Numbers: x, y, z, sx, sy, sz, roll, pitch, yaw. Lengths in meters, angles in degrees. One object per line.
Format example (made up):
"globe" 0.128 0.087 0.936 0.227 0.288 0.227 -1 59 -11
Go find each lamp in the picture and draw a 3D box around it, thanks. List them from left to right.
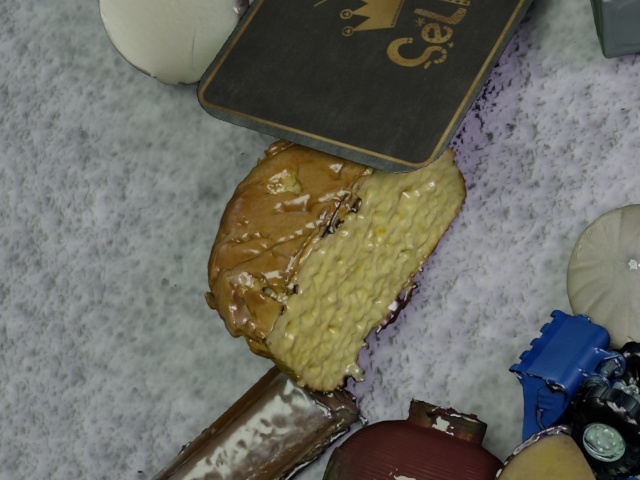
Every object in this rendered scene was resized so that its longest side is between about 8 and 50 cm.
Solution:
"lamp" 0.070 0.263 1.673 0.180 0.180 0.258 19 88 23

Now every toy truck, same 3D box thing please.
"toy truck" 0.252 0.160 1.648 0.208 0.113 0.126 34 128 10

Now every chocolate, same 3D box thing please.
"chocolate" -0.108 0.225 1.799 0.329 0.065 0.102 -42 67 5

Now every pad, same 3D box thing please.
"pad" 0.093 -0.229 1.751 0.315 0.063 0.375 18 60 22

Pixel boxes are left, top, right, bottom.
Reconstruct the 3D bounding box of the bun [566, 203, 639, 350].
"bun" 0.276 0.030 1.688 0.138 0.094 0.138 -3 78 16

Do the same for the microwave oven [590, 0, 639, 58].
"microwave oven" 0.330 -0.255 1.682 0.208 0.162 0.122 -12 72 6

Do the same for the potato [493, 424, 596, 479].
"potato" 0.196 0.294 1.572 0.120 0.100 0.261 -20 105 -10

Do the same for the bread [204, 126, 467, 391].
"bread" 0.001 -0.005 1.752 0.147 0.160 0.261 22 73 37

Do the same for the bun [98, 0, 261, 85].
"bun" -0.122 -0.236 1.880 0.172 0.120 0.173 6 107 21
